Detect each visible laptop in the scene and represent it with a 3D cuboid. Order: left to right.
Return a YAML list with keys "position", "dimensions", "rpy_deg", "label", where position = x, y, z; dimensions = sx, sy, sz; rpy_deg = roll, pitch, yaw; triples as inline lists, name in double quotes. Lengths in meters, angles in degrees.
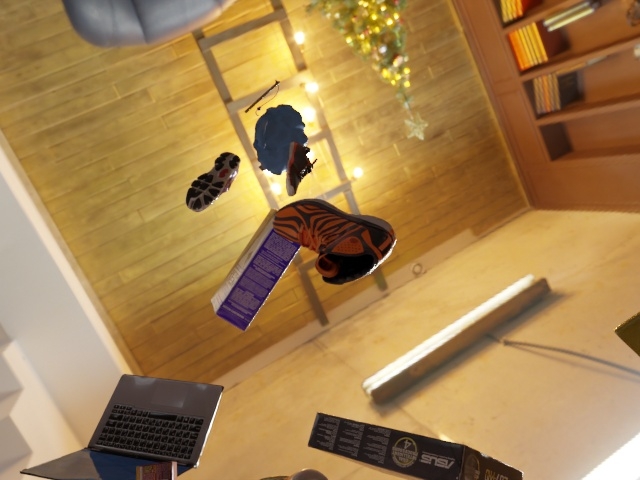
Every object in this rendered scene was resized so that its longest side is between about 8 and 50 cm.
- position: [-0.550, 0.541, 1.588]
  dimensions: [0.382, 0.236, 0.407]
  rpy_deg: [2, -131, 16]
  label: "laptop"

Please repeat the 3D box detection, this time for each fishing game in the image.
- position: [-0.107, -0.258, 1.406]
  dimensions: [0.041, 0.264, 0.189]
  rpy_deg: [13, -123, 42]
  label: "fishing game"

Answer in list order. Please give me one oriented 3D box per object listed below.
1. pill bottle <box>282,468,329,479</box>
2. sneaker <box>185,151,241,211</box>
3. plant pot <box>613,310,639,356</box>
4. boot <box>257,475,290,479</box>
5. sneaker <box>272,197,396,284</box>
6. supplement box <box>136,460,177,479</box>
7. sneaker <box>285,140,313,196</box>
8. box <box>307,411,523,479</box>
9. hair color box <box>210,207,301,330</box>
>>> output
- position: [-0.051, 0.413, 0.830]
  dimensions: [0.152, 0.086, 0.086]
  rpy_deg: [-44, 178, 35]
  label: "pill bottle"
- position: [-0.222, -0.116, 1.179]
  dimensions: [0.068, 0.071, 0.170]
  rpy_deg: [25, -124, 17]
  label: "sneaker"
- position: [0.566, 0.130, 0.728]
  dimensions: [0.212, 0.212, 0.187]
  rpy_deg: [4, 130, -53]
  label: "plant pot"
- position: [-0.083, 0.797, 1.554]
  dimensions: [0.095, 0.262, 0.203]
  rpy_deg: [-28, -138, 33]
  label: "boot"
- position: [0.000, 0.000, 1.266]
  dimensions: [0.321, 0.124, 0.180]
  rpy_deg: [9, -145, 26]
  label: "sneaker"
- position: [-0.374, 0.539, 1.244]
  dimensions: [0.083, 0.055, 0.043]
  rpy_deg: [-6, 156, -1]
  label: "supplement box"
- position: [-0.048, -0.172, 1.297]
  dimensions: [0.065, 0.157, 0.061]
  rpy_deg: [7, 150, -5]
  label: "sneaker"
- position: [0.219, 0.507, 1.262]
  dimensions: [0.395, 0.318, 0.097]
  rpy_deg: [-3, -121, 41]
  label: "box"
- position: [-0.178, 0.075, 1.569]
  dimensions: [0.338, 0.110, 0.185]
  rpy_deg: [-55, -164, -4]
  label: "hair color box"
